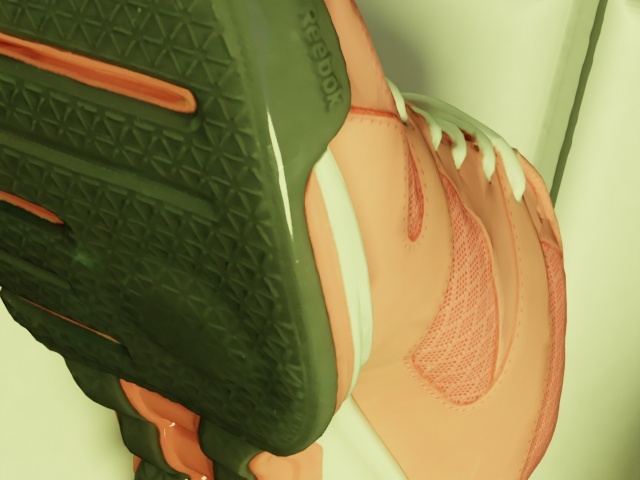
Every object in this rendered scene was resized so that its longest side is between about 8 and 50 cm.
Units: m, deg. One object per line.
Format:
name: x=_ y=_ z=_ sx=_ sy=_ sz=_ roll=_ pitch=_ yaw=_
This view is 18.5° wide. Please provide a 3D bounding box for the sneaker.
sneaker: x=0.000 y=0.000 z=0.506 sx=0.136 sy=0.116 sz=0.314 roll=-53 pitch=151 yaw=-25
